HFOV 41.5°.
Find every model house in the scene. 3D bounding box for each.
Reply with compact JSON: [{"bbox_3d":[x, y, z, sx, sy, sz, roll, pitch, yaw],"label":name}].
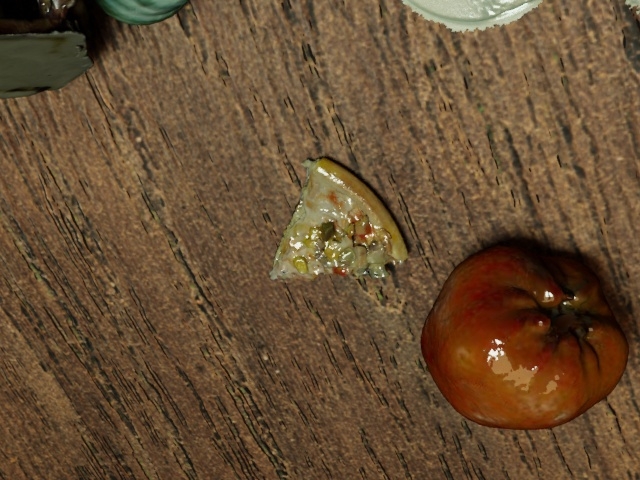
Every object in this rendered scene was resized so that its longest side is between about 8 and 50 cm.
[{"bbox_3d":[-0.359,-0.310,0.871,0.297,0.317,0.282,-14,95,32],"label":"model house"}]

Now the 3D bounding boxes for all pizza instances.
[{"bbox_3d":[0.000,0.000,1.086,0.195,0.052,0.185,-36,101,30],"label":"pizza"}]

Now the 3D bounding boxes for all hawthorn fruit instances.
[{"bbox_3d":[0.222,0.125,1.016,0.224,0.224,0.261,38,145,-7],"label":"hawthorn fruit"}]

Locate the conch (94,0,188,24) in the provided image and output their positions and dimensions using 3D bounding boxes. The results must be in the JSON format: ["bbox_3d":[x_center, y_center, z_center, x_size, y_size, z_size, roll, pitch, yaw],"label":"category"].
[{"bbox_3d":[-0.174,-0.351,0.874,0.220,0.195,0.277,27,155,32],"label":"conch"}]

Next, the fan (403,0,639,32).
[{"bbox_3d":[0.233,-0.296,0.873,0.415,0.012,0.233,26,123,0],"label":"fan"}]
